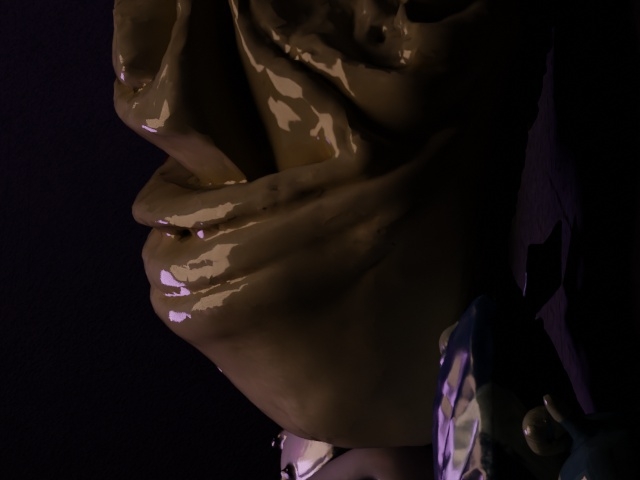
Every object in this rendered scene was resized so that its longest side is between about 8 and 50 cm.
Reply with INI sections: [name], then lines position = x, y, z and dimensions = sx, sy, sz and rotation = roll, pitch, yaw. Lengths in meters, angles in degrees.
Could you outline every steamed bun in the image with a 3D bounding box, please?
[steamed bun]
position = 0.002, -0.065, 0.739
dimensions = 0.276, 0.203, 0.289
rotation = -37, -44, -70

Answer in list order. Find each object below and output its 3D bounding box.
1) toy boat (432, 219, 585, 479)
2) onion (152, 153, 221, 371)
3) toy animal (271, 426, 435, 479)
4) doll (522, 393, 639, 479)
[toy boat]
position = 0.103, 0.109, 0.674
dimensions = 0.291, 0.070, 0.210
rotation = -31, -66, -75
[onion]
position = 0.000, 0.000, 1.151
dimensions = 0.276, 0.276, 0.276
rotation = 179, 90, -90
[toy animal]
position = 0.049, 0.228, 1.232
dimensions = 0.187, 0.165, 0.235
rotation = -46, 20, 29
[doll]
position = 0.104, 0.087, 0.506
dimensions = 0.076, 0.050, 0.083
rotation = 55, -169, -12
